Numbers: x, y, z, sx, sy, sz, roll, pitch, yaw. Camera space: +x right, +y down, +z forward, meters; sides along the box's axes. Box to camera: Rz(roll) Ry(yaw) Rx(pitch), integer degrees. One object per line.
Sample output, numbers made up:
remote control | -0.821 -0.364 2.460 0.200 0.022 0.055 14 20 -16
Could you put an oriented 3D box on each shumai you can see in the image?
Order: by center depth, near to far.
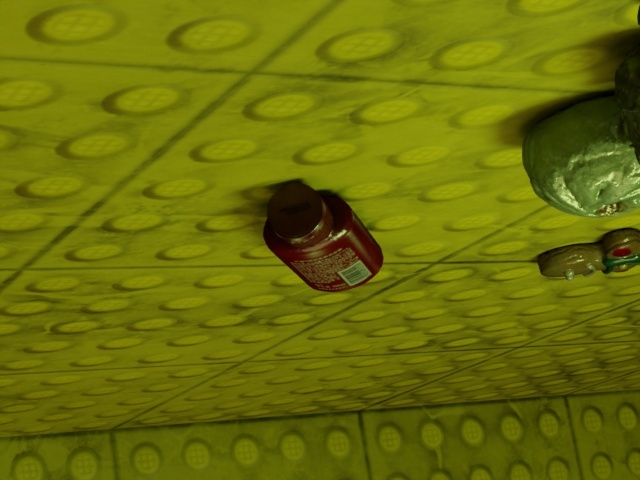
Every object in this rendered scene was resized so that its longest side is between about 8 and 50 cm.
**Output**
shumai | 0.360 -0.140 1.550 0.184 0.184 0.142 -2 -175 -25

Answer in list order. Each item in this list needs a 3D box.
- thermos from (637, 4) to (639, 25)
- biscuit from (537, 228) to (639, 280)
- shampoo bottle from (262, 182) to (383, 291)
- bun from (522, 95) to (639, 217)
thermos | 0.362 -0.201 1.359 0.137 0.105 0.193 4 -175 25
biscuit | 0.494 0.020 2.365 0.301 0.049 0.197 -10 163 7
shampoo bottle | 0.000 -0.001 1.911 0.118 0.076 0.314 -11 165 10
bun | 0.331 -0.090 1.706 0.195 0.118 0.195 -11 163 -3
